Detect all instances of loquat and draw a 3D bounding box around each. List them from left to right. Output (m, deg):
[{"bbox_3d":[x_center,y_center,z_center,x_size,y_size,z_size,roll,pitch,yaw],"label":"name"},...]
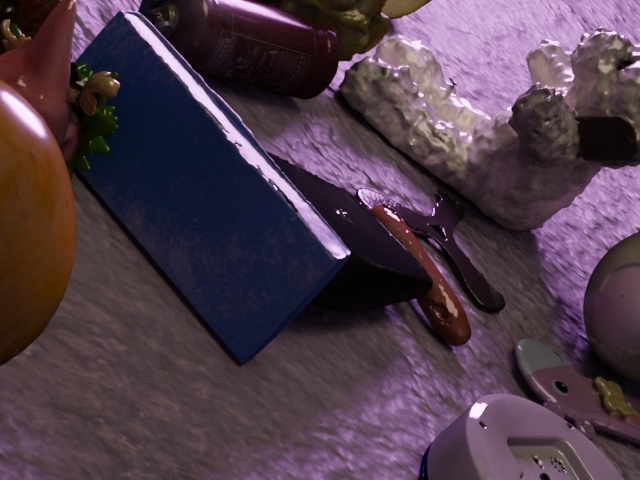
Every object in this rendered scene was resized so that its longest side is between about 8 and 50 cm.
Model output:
[{"bbox_3d":[-0.281,-0.008,1.175,0.235,0.235,0.235,31,29,-19],"label":"loquat"}]

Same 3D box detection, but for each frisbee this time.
[{"bbox_3d":[0.139,-0.010,1.943,0.211,0.012,0.187,41,26,-1],"label":"frisbee"}]

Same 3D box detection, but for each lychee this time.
[{"bbox_3d":[-0.287,-0.218,1.589,0.114,0.114,0.146,40,16,-3],"label":"lychee"}]

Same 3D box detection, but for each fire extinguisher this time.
[{"bbox_3d":[-0.100,-0.227,1.851,0.269,0.105,0.104,11,40,-44],"label":"fire extinguisher"}]

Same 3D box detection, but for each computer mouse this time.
[{"bbox_3d":[-0.004,0.004,1.668,0.168,0.087,0.295,47,14,26],"label":"computer mouse"}]

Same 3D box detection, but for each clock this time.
[{"bbox_3d":[0.203,0.249,1.575,0.230,0.083,0.230,29,30,-18],"label":"clock"}]

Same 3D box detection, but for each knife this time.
[{"bbox_3d":[0.374,0.204,1.903,0.399,0.038,0.132,24,35,-32],"label":"knife"}]

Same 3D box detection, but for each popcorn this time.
[{"bbox_3d":[-0.002,-0.310,2.015,0.212,0.198,0.198,3,46,-43],"label":"popcorn"}]

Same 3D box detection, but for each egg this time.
[{"bbox_3d":[0.393,0.082,1.947,0.183,0.183,0.217,38,27,-6],"label":"egg"}]

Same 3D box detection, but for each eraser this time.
[{"bbox_3d":[-0.118,-0.051,1.531,0.312,0.144,0.043,48,23,14],"label":"eraser"}]

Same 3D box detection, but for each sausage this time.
[{"bbox_3d":[0.102,0.034,1.799,0.043,0.043,0.186,4,45,-50],"label":"sausage"}]

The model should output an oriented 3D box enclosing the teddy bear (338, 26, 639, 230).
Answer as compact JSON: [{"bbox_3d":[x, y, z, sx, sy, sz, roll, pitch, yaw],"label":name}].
[{"bbox_3d":[0.286,-0.202,2.035,0.375,0.362,0.327,44,27,1],"label":"teddy bear"}]

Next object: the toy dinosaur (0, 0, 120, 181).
[{"bbox_3d":[-0.274,-0.138,1.455,0.152,0.194,0.177,65,13,24],"label":"toy dinosaur"}]

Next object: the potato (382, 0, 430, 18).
[{"bbox_3d":[0.063,-0.349,2.305,0.149,0.081,0.120,-15,25,-36],"label":"potato"}]
